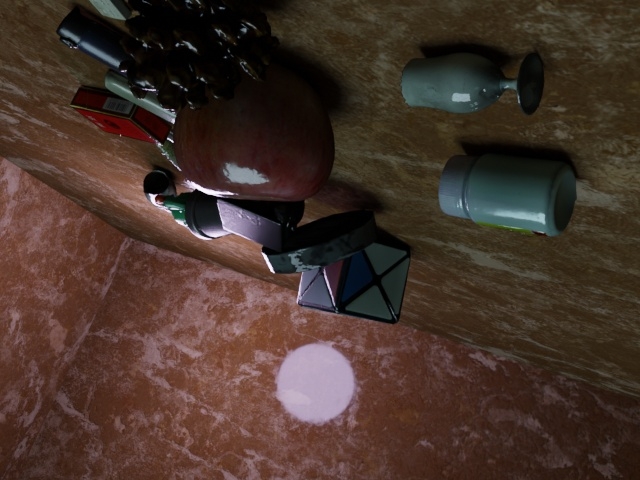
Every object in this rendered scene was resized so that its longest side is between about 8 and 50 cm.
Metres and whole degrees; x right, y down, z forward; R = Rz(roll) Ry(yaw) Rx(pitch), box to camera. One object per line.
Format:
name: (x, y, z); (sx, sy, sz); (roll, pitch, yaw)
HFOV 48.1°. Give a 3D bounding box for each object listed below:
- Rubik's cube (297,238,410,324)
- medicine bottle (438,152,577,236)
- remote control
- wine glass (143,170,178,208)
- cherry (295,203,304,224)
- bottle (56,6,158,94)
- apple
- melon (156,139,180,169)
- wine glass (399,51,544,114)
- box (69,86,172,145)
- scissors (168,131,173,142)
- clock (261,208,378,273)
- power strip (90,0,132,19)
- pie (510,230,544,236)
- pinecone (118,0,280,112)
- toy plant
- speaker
Rubik's cube: (0.102, 0.114, 2.222); (0.246, 0.250, 0.248); (14, 175, -30)
medicine bottle: (0.349, -0.091, 1.344); (0.225, 0.139, 0.139); (12, 163, 35)
remote control: (-0.401, -0.337, 1.815); (0.309, 0.038, 0.090); (26, 168, -13)
wine glass: (-0.570, -0.179, 2.546); (0.111, 0.111, 0.204); (22, 170, 1)
cherry: (-0.144, -0.103, 2.017); (0.195, 0.195, 0.195); (21, 167, 5)
bottle: (-0.439, -0.400, 1.533); (0.244, 0.082, 0.072); (29, 167, -26)
apple: (-0.127, -0.216, 1.410); (0.345, 0.269, 0.345); (4, 179, 0)
melon: (-0.462, -0.279, 2.153); (0.098, 0.054, 0.182); (33, 172, 25)
wine glass: (0.224, -0.237, 1.081); (0.202, 0.093, 0.093); (10, 162, 39)
box: (-0.545, -0.340, 1.957); (0.240, 0.074, 0.153); (17, 171, 30)
scissors: (-0.369, -0.261, 2.083); (0.101, 0.027, 0.204); (7, 162, 44)
clock: (0.000, 0.000, 1.953); (0.325, 0.325, 0.067); (2, 114, 56)
power strip: (-0.427, -0.483, 1.308); (0.060, 0.027, 0.252); (17, 166, 21)
pie: (0.443, -0.034, 1.653); (0.191, 0.033, 0.088); (21, 171, 4)
pinecone: (-0.191, -0.318, 1.127); (0.243, 0.243, 0.257); (25, 125, -9)
toy plant: (-0.377, -0.100, 2.406); (0.279, 0.185, 0.400); (-24, -163, -40)
speaker: (-0.123, -0.133, 1.751); (0.184, 0.232, 0.254); (21, 162, 4)
